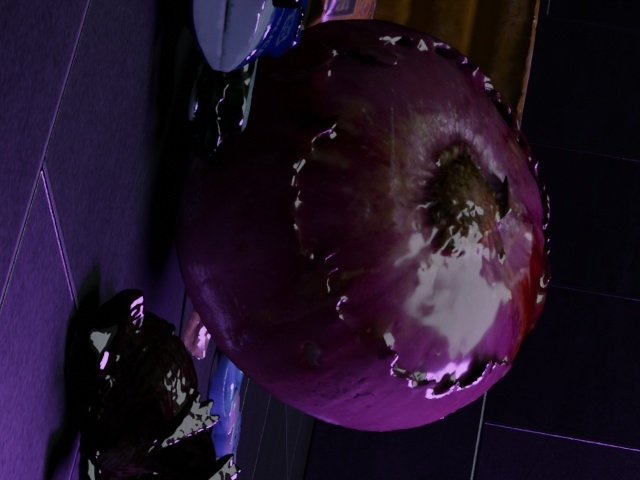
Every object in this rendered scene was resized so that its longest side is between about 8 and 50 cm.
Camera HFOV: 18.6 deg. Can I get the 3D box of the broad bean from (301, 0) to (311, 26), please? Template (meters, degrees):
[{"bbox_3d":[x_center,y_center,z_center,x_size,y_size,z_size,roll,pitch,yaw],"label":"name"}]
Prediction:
[{"bbox_3d":[-0.024,-0.302,2.062,0.065,0.046,0.254,-28,135,-50],"label":"broad bean"}]

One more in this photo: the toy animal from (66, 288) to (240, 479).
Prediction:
[{"bbox_3d":[-0.140,0.120,1.419,0.218,0.116,0.179,64,-4,-33],"label":"toy animal"}]

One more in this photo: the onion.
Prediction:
[{"bbox_3d":[0.023,-0.020,1.718,0.358,0.345,0.358,-17,115,-43],"label":"onion"}]

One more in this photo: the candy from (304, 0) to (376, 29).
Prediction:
[{"bbox_3d":[0.013,-0.304,2.155,0.101,0.143,0.271,38,-52,45],"label":"candy"}]

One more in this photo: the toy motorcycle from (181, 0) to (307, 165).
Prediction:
[{"bbox_3d":[-0.055,-0.221,1.469,0.196,0.125,0.331,-78,179,-47],"label":"toy motorcycle"}]

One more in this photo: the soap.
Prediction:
[{"bbox_3d":[0.117,-0.271,2.376,0.156,0.293,0.335,88,11,-64],"label":"soap"}]

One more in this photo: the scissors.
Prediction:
[{"bbox_3d":[-0.109,0.217,2.232,0.125,0.030,0.256,-70,166,-59],"label":"scissors"}]

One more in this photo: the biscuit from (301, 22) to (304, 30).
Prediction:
[{"bbox_3d":[-0.061,-0.105,1.978,0.099,0.038,0.322,60,33,-45],"label":"biscuit"}]
